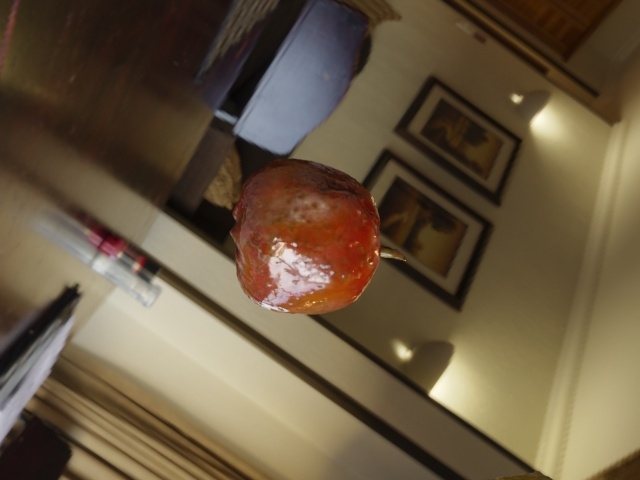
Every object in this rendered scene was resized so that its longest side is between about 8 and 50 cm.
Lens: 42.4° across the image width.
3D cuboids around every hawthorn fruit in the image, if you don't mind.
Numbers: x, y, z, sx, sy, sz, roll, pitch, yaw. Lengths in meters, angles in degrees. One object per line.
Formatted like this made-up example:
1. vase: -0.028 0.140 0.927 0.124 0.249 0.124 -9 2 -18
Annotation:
1. hawthorn fruit: 0.000 0.000 0.935 0.179 0.200 0.179 10 90 -84

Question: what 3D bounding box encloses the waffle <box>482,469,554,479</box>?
1. waffle: 0.062 0.184 0.342 0.248 0.221 0.055 -143 -127 -66
